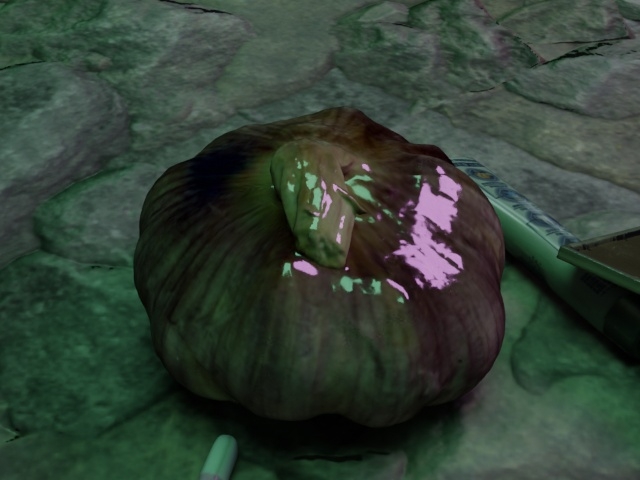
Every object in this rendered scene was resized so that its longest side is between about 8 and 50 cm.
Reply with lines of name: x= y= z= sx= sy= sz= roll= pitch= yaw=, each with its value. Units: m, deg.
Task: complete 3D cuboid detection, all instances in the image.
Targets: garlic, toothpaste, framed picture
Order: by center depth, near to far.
garlic: x=0.000 y=0.000 z=0.587 sx=0.244 sy=0.161 sz=0.245 roll=1 pitch=39 yaw=0
framed picture: x=0.235 y=0.021 z=0.632 sx=0.109 sy=0.011 sz=0.149 roll=27 pitch=21 yaw=33
toothpaste: x=0.154 y=-0.002 z=0.689 sx=0.062 sy=0.039 sz=0.239 roll=-8 pitch=38 yaw=-32

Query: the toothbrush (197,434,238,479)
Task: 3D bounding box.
toothbrush: x=-0.087 y=0.207 z=0.450 sx=0.025 sy=0.020 sz=0.286 roll=4 pitch=40 yaw=13
